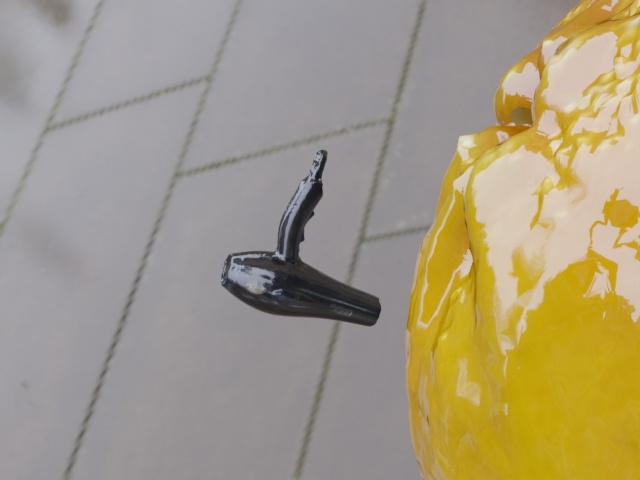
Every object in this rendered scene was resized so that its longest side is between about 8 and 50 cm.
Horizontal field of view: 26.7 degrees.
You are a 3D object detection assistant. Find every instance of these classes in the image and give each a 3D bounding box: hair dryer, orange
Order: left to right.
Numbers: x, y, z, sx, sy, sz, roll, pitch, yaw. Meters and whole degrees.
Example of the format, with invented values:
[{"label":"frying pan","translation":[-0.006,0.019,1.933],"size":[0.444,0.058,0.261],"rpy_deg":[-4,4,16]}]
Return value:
[{"label":"hair dryer","translation":[0.000,0.000,0.636],"size":[0.031,0.079,0.083],"rpy_deg":[-114,41,-64]},{"label":"orange","translation":[0.184,0.021,0.452],"size":[0.340,0.293,0.340],"rpy_deg":[-53,12,17]}]
